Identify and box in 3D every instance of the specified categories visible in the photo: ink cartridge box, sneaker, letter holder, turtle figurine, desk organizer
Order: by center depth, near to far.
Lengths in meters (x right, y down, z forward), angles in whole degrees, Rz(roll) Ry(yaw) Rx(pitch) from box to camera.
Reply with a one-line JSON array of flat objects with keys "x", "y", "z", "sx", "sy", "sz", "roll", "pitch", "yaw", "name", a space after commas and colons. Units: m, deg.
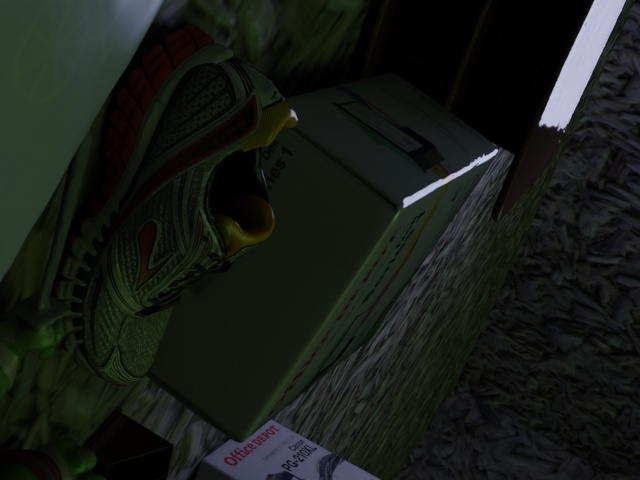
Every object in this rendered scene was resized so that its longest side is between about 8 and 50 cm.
[{"x": -0.114, "y": 0.136, "z": 0.687, "sx": 0.274, "sy": 0.198, "sz": 0.266, "roll": -54, "pitch": 172, "yaw": -14, "name": "turtle figurine"}, {"x": -0.081, "y": -0.002, "z": 0.739, "sx": 0.088, "sy": 0.093, "sz": 0.225, "roll": -44, "pitch": 160, "yaw": -53, "name": "sneaker"}, {"x": 0.000, "y": 0.000, "z": 0.964, "sx": 0.201, "sy": 0.117, "sz": 0.278, "roll": -57, "pitch": 169, "yaw": 20, "name": "ink cartridge box"}, {"x": -0.148, "y": 0.188, "z": 1.007, "sx": 0.047, "sy": 0.050, "sz": 0.130, "roll": -50, "pitch": 164, "yaw": -40, "name": "desk organizer"}, {"x": 0.134, "y": -0.152, "z": 1.133, "sx": 0.214, "sy": 0.152, "sz": 0.301, "roll": -47, "pitch": 162, "yaw": -41, "name": "letter holder"}, {"x": -0.009, "y": 0.293, "z": 1.381, "sx": 0.100, "sy": 0.237, "sz": 0.172, "roll": -67, "pitch": 167, "yaw": 15, "name": "ink cartridge box"}]

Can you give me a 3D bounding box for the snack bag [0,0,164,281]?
[{"x": -0.130, "y": -0.065, "z": 0.434, "sx": 0.342, "sy": 0.037, "sz": 0.323, "roll": 80, "pitch": 34, "yaw": -70, "name": "snack bag"}]
